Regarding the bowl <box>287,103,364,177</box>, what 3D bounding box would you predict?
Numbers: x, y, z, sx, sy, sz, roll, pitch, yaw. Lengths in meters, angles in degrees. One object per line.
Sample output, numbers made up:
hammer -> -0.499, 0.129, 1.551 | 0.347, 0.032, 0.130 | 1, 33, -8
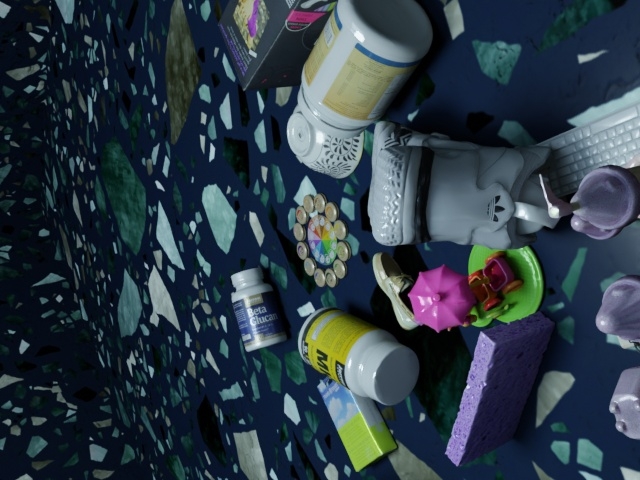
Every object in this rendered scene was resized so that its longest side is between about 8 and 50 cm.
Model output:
bowl -> -0.006, -0.187, 1.179 | 0.170, 0.080, 0.170 | 26, 122, 51

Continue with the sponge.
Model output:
sponge -> 0.236, 0.199, 0.898 | 0.031, 0.117, 0.210 | 39, 130, 43

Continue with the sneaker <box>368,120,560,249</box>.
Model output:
sneaker -> 0.172, -0.072, 0.884 | 0.366, 0.210, 0.138 | -80, -5, -74

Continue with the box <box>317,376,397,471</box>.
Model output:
box -> 0.065, 0.331, 1.273 | 0.178, 0.042, 0.109 | 63, 144, 23

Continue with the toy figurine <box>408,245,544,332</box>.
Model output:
toy figurine -> 0.181, 0.075, 0.903 | 0.130, 0.159, 0.173 | 63, 145, 22

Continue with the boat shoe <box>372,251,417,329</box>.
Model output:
boat shoe -> 0.131, 0.075, 1.088 | 0.045, 0.050, 0.135 | -34, 81, 52

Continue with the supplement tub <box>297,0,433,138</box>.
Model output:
supplement tub -> 0.058, -0.260, 0.995 | 0.144, 0.144, 0.200 | 64, 145, 21

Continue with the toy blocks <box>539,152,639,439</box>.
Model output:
toy blocks -> 0.313, 0.058, 0.590 | 0.309, 0.260, 0.289 | -32, 77, 56

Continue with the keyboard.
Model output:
keyboard -> 0.309, -0.098, 0.785 | 0.256, 0.014, 0.072 | -23, 81, 57

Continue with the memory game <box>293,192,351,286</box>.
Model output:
memory game -> 0.000, 0.000, 1.293 | 0.186, 0.012, 0.186 | 25, 121, 52

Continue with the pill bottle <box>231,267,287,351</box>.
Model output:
pill bottle -> -0.140, 0.150, 1.481 | 0.094, 0.094, 0.170 | -29, 76, 56

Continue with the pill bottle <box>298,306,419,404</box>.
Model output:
pill bottle -> 0.064, 0.196, 1.161 | 0.208, 0.119, 0.119 | 18, 115, 54

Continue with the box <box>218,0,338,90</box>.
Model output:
box -> -0.029, -0.374, 1.073 | 0.270, 0.165, 0.143 | -42, 66, 54
